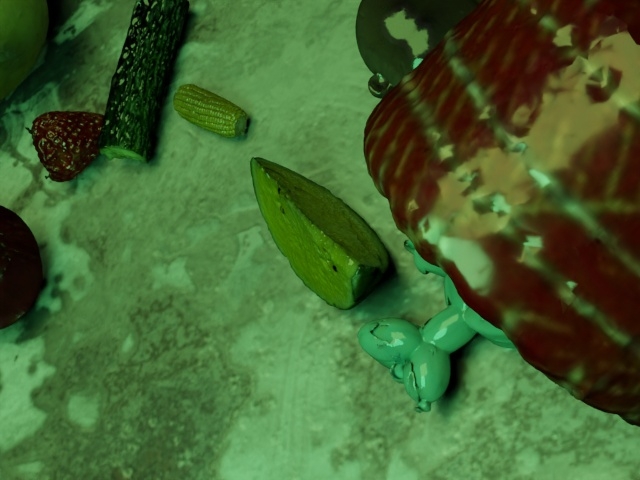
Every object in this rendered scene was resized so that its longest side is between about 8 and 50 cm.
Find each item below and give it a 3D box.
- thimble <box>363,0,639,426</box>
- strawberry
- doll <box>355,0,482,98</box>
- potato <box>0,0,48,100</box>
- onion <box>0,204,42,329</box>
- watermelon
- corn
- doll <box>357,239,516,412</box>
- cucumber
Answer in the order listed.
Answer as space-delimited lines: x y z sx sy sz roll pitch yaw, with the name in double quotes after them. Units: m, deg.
0.214 -0.042 1.320 0.230 0.350 0.350 -45 49 16 "thimble"
-0.248 -0.101 1.861 0.083 0.073 0.073 -30 51 2 "strawberry"
0.119 -0.188 1.637 0.188 0.096 0.145 -21 68 -5 "doll"
-0.398 -0.223 1.941 0.285 0.242 0.242 -34 48 -9 "potato"
-0.334 0.025 1.821 0.131 0.131 0.131 -16 58 28 "onion"
-0.003 0.009 1.614 0.181 0.092 0.075 46 109 40 "watermelon"
-0.106 -0.124 1.791 0.092 0.037 0.037 26 83 38 "corn"
0.107 0.060 1.527 0.158 0.059 0.159 -16 59 26 "doll"
-0.177 -0.165 1.849 0.058 0.058 0.187 -2 65 35 "cucumber"
